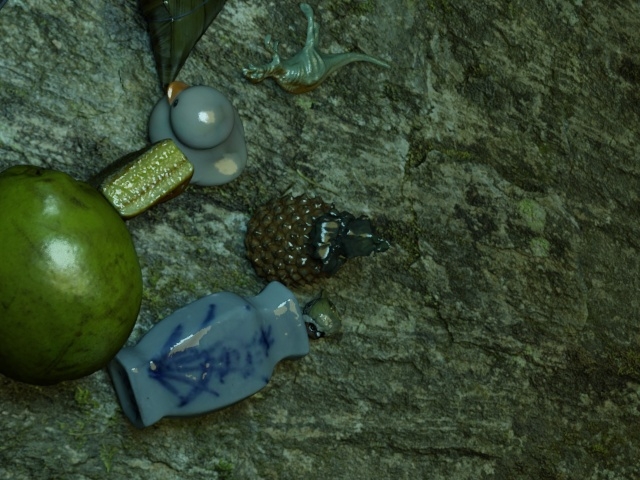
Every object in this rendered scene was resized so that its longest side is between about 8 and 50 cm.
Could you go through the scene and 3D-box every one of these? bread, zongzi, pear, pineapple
[{"bbox_3d":[-0.374,-0.105,1.667,0.184,0.234,0.110,-40,109,-27],"label":"bread"},{"bbox_3d":[-0.265,-0.485,1.830,0.286,0.138,0.300,-27,123,-43],"label":"zongzi"},{"bbox_3d":[-0.495,0.072,1.507,0.352,0.352,0.413,-18,116,-33],"label":"pear"},{"bbox_3d":[-0.001,-0.001,1.848,0.223,0.357,0.223,0,90,-38],"label":"pineapple"}]

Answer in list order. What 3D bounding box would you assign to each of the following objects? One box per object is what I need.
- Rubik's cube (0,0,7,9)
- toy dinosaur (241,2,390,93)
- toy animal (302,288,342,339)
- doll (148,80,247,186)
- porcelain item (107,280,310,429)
[{"bbox_3d":[-0.668,-0.482,1.463,0.260,0.259,0.255,37,68,-24],"label":"Rubik's cube"},{"bbox_3d":[-0.012,-0.441,2.006,0.393,0.092,0.205,6,86,-35],"label":"toy dinosaur"},{"bbox_3d":[-0.005,0.178,2.020,0.098,0.137,0.098,-7,128,-9],"label":"toy animal"},{"bbox_3d":[-0.243,-0.229,1.773,0.221,0.221,0.251,-47,116,-26],"label":"doll"},{"bbox_3d":[-0.233,0.241,1.794,0.405,0.178,0.242,-21,103,-29],"label":"porcelain item"}]
